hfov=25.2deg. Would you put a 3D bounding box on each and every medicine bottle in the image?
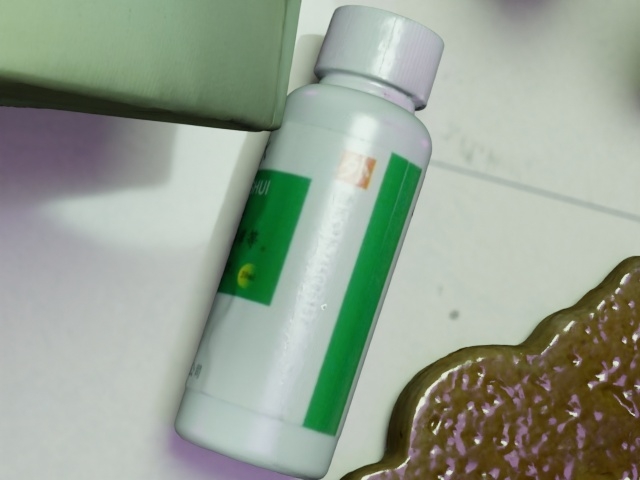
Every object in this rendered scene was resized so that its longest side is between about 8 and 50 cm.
[{"bbox_3d":[0.000,0.000,0.805,0.095,0.095,0.260,21,84,-12],"label":"medicine bottle"}]

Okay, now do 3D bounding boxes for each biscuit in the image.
[{"bbox_3d":[0.129,0.134,0.856,0.183,0.047,0.319,40,80,-12],"label":"biscuit"}]

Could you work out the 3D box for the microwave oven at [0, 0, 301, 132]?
[{"bbox_3d":[-0.224,-0.190,0.582,0.394,0.333,0.247,8,92,17],"label":"microwave oven"}]
